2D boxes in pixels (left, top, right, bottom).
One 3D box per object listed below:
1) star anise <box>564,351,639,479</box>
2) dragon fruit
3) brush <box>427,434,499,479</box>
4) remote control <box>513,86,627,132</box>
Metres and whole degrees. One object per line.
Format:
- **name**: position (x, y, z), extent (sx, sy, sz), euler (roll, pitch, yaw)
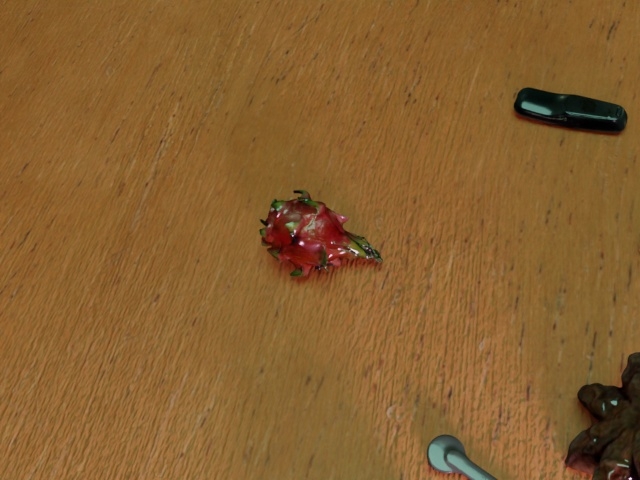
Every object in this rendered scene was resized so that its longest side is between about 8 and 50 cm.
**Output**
- **star anise**: position (0.491, 0.268, 1.229), extent (0.108, 0.315, 0.315), euler (33, 60, -17)
- **dragon fruit**: position (-0.002, 0.001, 1.551), extent (0.236, 0.135, 0.137), euler (30, 58, 6)
- **brush**: position (0.280, 0.392, 1.303), extent (0.266, 0.027, 0.062), euler (32, 67, 22)
- **remote control**: position (0.501, -0.262, 1.692), extent (0.222, 0.042, 0.072), euler (15, 58, 18)
